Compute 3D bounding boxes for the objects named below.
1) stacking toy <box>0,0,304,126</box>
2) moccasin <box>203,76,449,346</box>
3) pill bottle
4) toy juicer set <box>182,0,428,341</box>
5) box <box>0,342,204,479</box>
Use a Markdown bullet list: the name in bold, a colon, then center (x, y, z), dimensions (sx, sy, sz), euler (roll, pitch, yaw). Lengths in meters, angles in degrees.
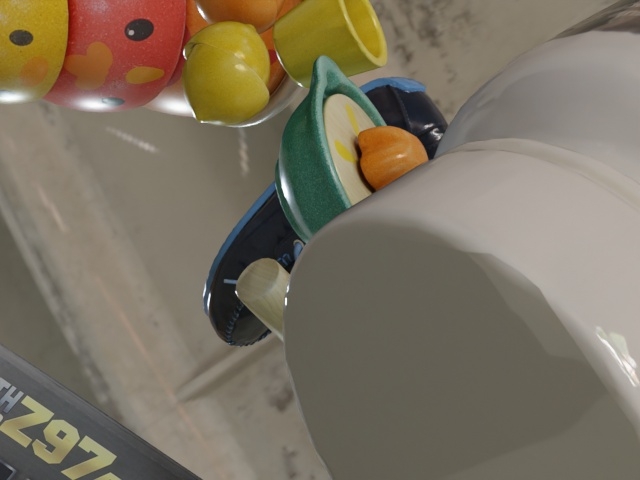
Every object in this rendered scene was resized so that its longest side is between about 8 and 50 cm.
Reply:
- **stacking toy**: center (-0.261, -0.224, 1.147), dimensions (0.351, 0.480, 0.350), euler (29, -51, 43)
- **moccasin**: center (0.000, 0.000, 1.219), dimensions (0.117, 0.138, 0.342), euler (53, -50, 22)
- **pill bottle**: center (0.172, -0.010, 0.512), dimensions (0.204, 0.361, 0.204), euler (32, -42, 35)
- **toy juicer set**: center (0.007, -0.048, 0.784), dimensions (0.089, 0.209, 0.329), euler (-22, -116, 22)
- **box**: center (-0.177, 0.119, 0.514), dimensions (0.233, 0.183, 0.059), euler (33, -32, 5)
